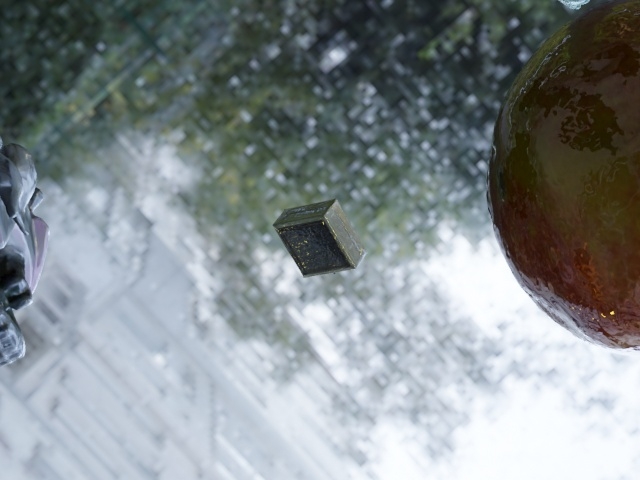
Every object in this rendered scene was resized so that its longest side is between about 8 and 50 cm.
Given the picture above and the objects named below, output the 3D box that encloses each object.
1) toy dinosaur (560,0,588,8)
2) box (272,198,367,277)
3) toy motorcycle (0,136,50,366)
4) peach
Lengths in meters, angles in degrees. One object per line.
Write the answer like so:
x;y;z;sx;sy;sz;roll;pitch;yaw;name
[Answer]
0.246;-0.237;1.451;0.096;0.059;0.132;-2;160;10;toy dinosaur
0.000;0.000;1.887;0.079;0.083;0.035;-12;-151;39;box
-0.308;-0.058;1.344;0.143;0.327;0.188;-22;-175;3;toy motorcycle
0.210;-0.038;1.030;0.231;0.231;0.231;-39;-167;11;peach
